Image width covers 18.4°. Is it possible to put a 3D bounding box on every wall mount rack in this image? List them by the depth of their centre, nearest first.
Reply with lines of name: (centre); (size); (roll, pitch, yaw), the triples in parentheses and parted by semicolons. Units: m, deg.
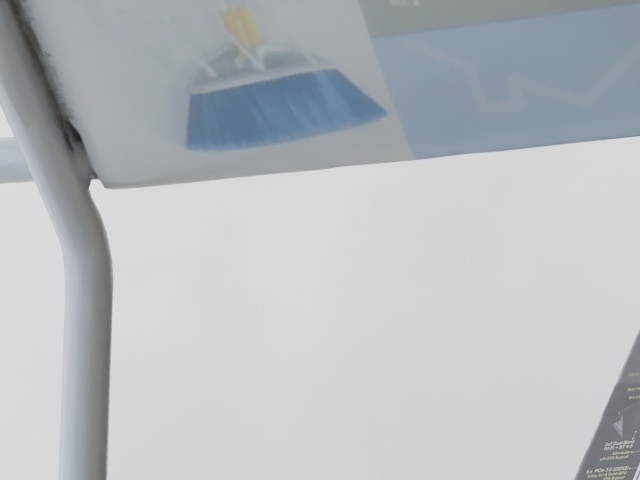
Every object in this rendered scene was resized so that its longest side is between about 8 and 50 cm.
wall mount rack: (0.000, 0.000, 0.428); (0.130, 0.350, 0.304); (-54, -48, -49)

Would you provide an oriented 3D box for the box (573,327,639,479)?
box: (0.231, 0.117, 0.739); (0.076, 0.307, 0.242); (55, -134, -28)
